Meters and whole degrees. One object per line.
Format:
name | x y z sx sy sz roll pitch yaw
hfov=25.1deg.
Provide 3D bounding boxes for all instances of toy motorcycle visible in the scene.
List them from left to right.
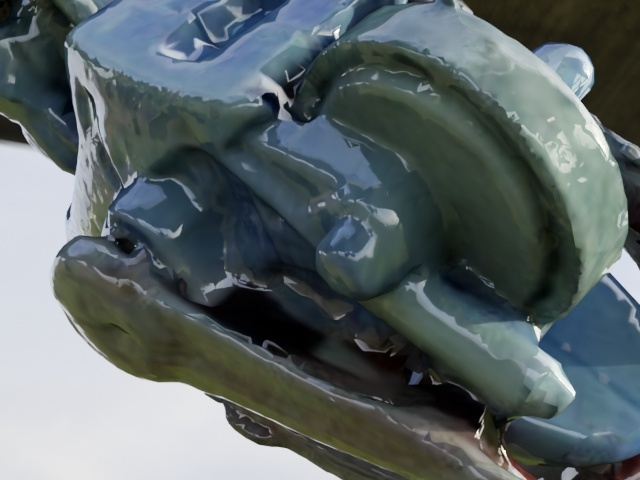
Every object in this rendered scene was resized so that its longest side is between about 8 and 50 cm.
toy motorcycle | -0.017 0.011 0.528 0.182 0.241 0.319 -15 26 -40
